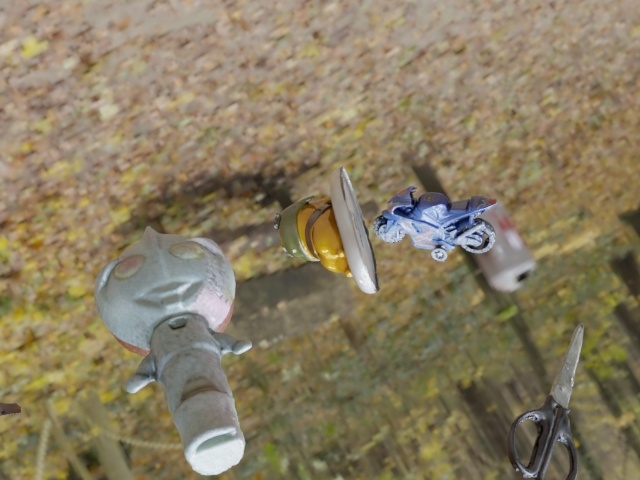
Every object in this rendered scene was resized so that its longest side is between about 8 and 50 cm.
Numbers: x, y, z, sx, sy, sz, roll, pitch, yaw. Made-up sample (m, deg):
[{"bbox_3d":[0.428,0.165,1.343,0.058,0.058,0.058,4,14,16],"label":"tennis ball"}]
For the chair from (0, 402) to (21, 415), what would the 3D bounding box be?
[{"bbox_3d":[-0.495,0.274,1.320,0.176,0.183,0.326,-12,165,24],"label":"chair"}]

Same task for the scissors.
[{"bbox_3d":[0.313,0.206,1.491,0.022,0.109,0.300,-42,-168,42],"label":"scissors"}]

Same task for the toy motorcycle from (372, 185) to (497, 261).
[{"bbox_3d":[0.182,-0.035,1.822,0.205,0.114,0.076,6,-142,17],"label":"toy motorcycle"}]

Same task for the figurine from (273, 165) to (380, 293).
[{"bbox_3d":[0.000,0.000,1.779,0.141,0.166,0.250,-18,-147,6],"label":"figurine"}]

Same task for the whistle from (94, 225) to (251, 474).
[{"bbox_3d":[-0.145,0.097,1.170,0.142,0.346,0.133,3,125,-24],"label":"whistle"}]
